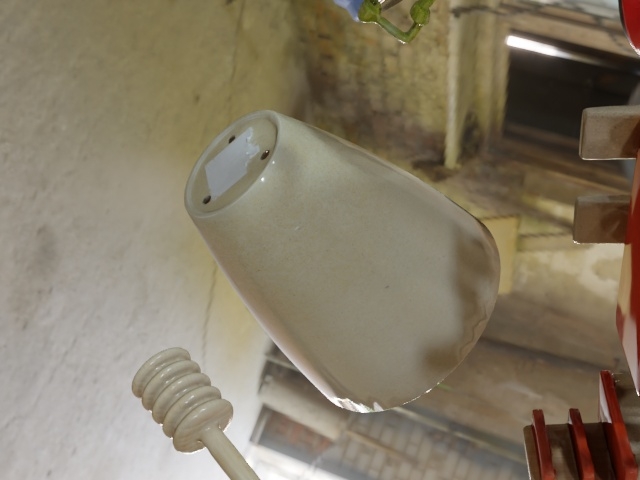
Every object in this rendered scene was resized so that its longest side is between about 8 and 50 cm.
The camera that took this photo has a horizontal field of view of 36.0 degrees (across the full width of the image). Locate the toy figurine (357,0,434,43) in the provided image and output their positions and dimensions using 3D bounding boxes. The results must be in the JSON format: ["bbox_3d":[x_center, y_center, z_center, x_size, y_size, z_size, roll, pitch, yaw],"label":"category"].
[{"bbox_3d":[-0.001,-0.240,0.672,0.191,0.362,0.217,-37,-152,29],"label":"toy figurine"}]

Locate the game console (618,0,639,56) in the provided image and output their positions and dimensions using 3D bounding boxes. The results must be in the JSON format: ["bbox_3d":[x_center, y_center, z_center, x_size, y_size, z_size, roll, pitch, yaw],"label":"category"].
[{"bbox_3d":[0.439,-0.350,1.147,0.342,0.060,0.386,25,71,-50],"label":"game console"}]

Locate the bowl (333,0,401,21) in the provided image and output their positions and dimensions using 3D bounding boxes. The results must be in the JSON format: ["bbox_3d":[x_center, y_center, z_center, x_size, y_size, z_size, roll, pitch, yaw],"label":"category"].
[{"bbox_3d":[0.183,-0.433,1.354,0.391,0.077,0.391,-34,-174,4],"label":"bowl"}]

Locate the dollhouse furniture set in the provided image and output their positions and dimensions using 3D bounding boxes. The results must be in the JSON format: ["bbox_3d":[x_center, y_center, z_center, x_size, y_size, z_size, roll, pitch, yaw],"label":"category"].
[{"bbox_3d":[0.212,0.065,0.659,0.262,0.135,0.259,-85,171,-55],"label":"dollhouse furniture set"}]

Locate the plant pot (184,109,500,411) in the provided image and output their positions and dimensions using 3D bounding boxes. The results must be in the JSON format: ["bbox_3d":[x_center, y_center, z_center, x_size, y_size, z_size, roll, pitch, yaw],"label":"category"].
[{"bbox_3d":[0.000,0.000,1.004,0.274,0.256,0.256,40,64,-34],"label":"plant pot"}]

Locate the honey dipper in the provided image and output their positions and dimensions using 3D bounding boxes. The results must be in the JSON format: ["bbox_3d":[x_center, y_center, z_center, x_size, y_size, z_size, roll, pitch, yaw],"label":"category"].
[{"bbox_3d":[-0.020,0.106,0.391,0.030,0.161,0.030,-33,149,-22],"label":"honey dipper"}]
